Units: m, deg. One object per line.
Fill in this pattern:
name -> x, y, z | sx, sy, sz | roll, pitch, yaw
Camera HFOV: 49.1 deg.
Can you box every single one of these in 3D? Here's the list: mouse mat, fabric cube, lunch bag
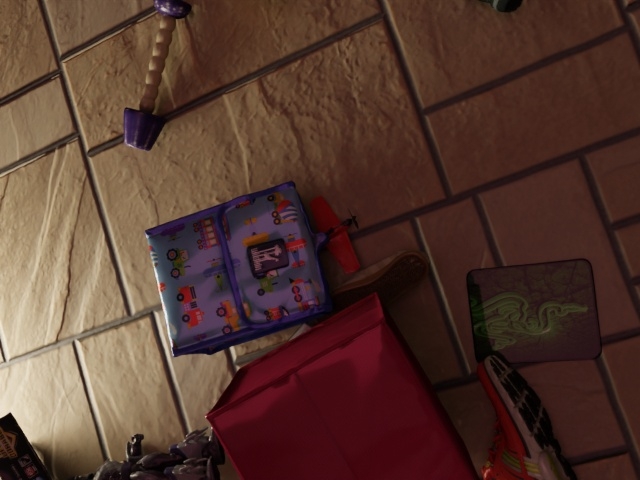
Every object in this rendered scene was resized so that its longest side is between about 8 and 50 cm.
mouse mat -> 0.325, 0.112, 1.078 | 0.189, 0.007, 0.153 | -7, 87, 21
fabric cube -> 0.035, 0.254, 0.948 | 0.259, 0.254, 0.258 | -30, 92, 5
lunch bag -> -0.115, 0.047, 1.168 | 0.293, 0.138, 0.221 | -20, 77, 17

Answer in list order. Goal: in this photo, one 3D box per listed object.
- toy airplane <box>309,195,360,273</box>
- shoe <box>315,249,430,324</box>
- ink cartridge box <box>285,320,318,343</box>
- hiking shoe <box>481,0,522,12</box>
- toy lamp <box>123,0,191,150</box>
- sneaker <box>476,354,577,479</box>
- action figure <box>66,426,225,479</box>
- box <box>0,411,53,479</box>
toy airplane -> 0.000, 0.000, 1.179 | 0.151, 0.028, 0.151 | -3, 83, 29
shoe -> 0.087, 0.081, 1.144 | 0.219, 0.058, 0.077 | -32, 99, 21
ink cartridge box -> 0.001, 0.241, 1.187 | 0.179, 0.045, 0.145 | 40, 102, -3
hiking shoe -> 0.288, -0.503, 1.040 | 0.132, 0.113, 0.304 | 26, 98, 18
toy lamp -> -0.300, -0.301, 1.272 | 0.080, 0.080, 0.275 | 16, 96, 19
sneaker -> 0.286, 0.312, 1.043 | 0.118, 0.107, 0.279 | -28, 77, 28
action figure -> -0.314, 0.404, 1.229 | 0.284, 0.185, 0.099 | -11, 110, 4
box -> -0.489, 0.471, 1.241 | 0.073, 0.295, 0.293 | -31, 77, -28
